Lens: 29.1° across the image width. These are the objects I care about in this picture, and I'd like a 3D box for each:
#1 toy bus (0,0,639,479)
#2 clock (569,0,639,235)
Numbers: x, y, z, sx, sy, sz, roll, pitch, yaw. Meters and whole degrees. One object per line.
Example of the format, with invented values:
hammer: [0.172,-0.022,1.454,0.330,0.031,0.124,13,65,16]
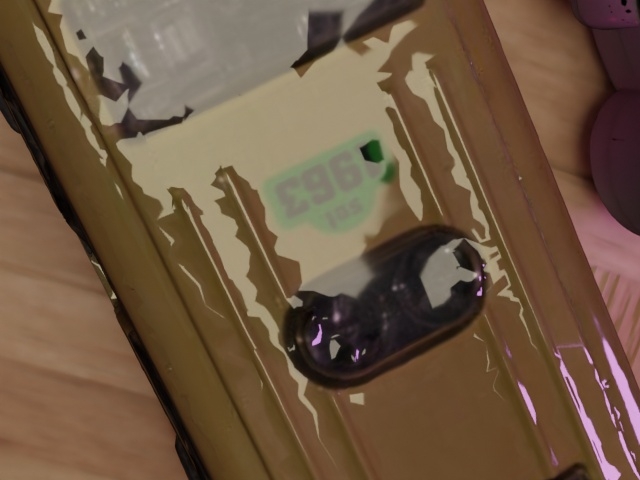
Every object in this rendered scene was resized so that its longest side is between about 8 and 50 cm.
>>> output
toy bus: [0.000,0.000,0.461,0.177,0.202,0.365,-27,104,-7]
clock: [0.219,-0.131,0.555,0.227,0.090,0.248,-14,101,-12]
